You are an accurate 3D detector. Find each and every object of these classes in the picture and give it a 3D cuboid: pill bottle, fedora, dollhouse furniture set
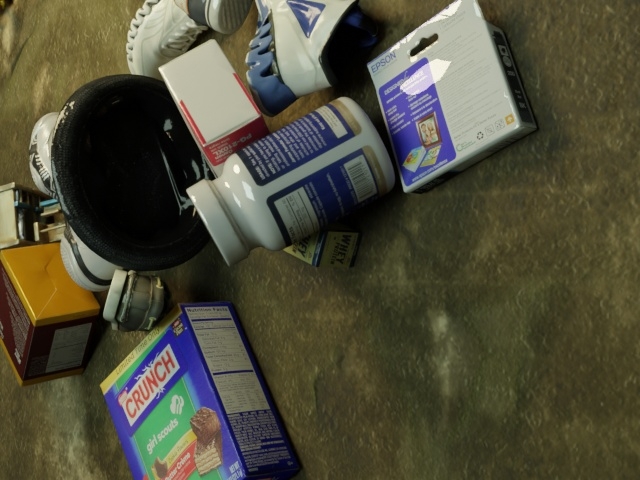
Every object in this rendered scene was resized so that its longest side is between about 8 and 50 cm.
[{"bbox_3d":[-0.043,-0.078,1.423,0.265,0.153,0.153,-28,60,-7],"label":"pill bottle"},{"bbox_3d":[-0.318,-0.104,1.709,0.152,0.334,0.334,-20,73,59],"label":"fedora"},{"bbox_3d":[-0.550,-0.050,2.051,0.184,0.129,0.129,-13,77,19],"label":"dollhouse furniture set"}]

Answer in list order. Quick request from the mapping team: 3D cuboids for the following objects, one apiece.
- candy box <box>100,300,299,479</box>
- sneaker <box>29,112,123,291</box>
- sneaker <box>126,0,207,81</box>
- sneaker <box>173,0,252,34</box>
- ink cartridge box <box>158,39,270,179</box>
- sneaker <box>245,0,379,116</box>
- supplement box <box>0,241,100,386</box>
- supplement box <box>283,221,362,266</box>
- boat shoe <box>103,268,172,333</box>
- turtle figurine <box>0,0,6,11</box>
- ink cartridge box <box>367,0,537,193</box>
[{"bbox_3d":[-0.207,0.300,1.670,0.268,0.122,0.317,-46,56,33],"label":"candy box"},{"bbox_3d":[-0.414,-0.106,1.896,0.210,0.137,0.366,-32,71,38],"label":"sneaker"},{"bbox_3d":[-0.244,-0.388,1.771,0.118,0.110,0.292,42,116,28],"label":"sneaker"},{"bbox_3d":[-0.139,-0.497,1.614,0.127,0.126,0.321,26,92,26],"label":"sneaker"},{"bbox_3d":[-0.137,-0.158,1.546,0.100,0.237,0.172,-29,60,-4],"label":"ink cartridge box"},{"bbox_3d":[-0.004,-0.339,1.524,0.182,0.127,0.315,-10,63,20],"label":"sneaker"},{"bbox_3d":[-0.541,0.142,1.976,0.191,0.129,0.194,52,135,33],"label":"supplement box"},{"bbox_3d":[0.000,0.000,1.512,0.083,0.083,0.056,26,107,41],"label":"supplement box"},{"bbox_3d":[-0.302,0.107,1.722,0.305,0.091,0.109,132,151,-82],"label":"boat shoe"},{"bbox_3d":[-0.719,-0.569,2.256,0.217,0.087,0.269,-59,42,15],"label":"turtle figurine"},{"bbox_3d":[0.172,-0.198,1.382,0.206,0.045,0.208,-29,68,40],"label":"ink cartridge box"}]
